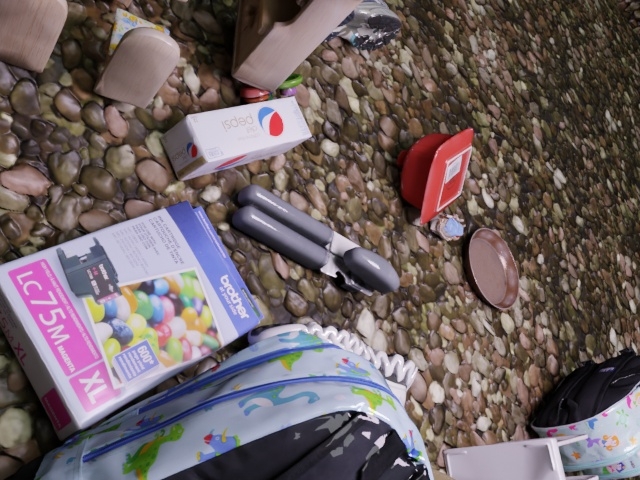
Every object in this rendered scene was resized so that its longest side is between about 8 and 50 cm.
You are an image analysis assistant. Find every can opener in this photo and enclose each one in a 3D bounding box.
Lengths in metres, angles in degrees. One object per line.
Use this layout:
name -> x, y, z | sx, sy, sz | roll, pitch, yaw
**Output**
can opener -> 0.000, 0.000, 0.995 | 0.280, 0.093, 0.074 | 28, 56, -28

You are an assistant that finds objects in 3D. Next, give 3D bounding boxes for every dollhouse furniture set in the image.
dollhouse furniture set -> -0.166, -0.376, 0.832 | 0.393, 0.256, 0.363 | 17, 61, -30

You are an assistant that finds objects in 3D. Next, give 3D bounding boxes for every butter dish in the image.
butter dish -> 0.195, -0.133, 1.226 | 0.160, 0.118, 0.160 | -32, 140, -46

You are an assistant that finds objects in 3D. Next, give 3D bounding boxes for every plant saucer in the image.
plant saucer -> 0.341, 0.059, 1.339 | 0.168, 0.029, 0.169 | 19, 60, -37

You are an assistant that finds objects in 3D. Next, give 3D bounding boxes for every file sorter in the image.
file sorter -> 0.346, 0.459, 1.056 | 0.173, 0.192, 0.278 | 10, 66, -45

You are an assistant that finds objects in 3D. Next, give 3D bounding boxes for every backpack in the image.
backpack -> -0.072, 0.245, 0.633 | 0.290, 0.355, 0.273 | 61, 10, -19
backpack -> 0.537, 0.344, 1.269 | 0.253, 0.225, 0.191 | -19, 81, -43

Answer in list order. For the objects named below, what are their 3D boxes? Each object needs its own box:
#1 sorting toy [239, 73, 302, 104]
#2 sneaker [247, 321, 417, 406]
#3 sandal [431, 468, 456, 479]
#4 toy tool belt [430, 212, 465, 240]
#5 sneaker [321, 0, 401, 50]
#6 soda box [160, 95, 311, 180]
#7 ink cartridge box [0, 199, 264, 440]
sorting toy -> -0.076, -0.229, 1.037 | 0.101, 0.061, 0.042 | -16, 119, -13
sneaker -> 0.022, 0.192, 0.923 | 0.292, 0.110, 0.119 | 27, 64, -33
sandal -> 0.092, 0.380, 0.937 | 0.239, 0.079, 0.088 | 6, 32, -25
toy tool belt -> 0.251, -0.025, 1.270 | 0.083, 0.051, 0.052 | 25, 57, -35
sneaker -> 0.016, -0.427, 1.199 | 0.282, 0.110, 0.122 | 3, 53, -46
soda box -> -0.115, -0.148, 0.951 | 0.216, 0.073, 0.069 | -23, 89, -47
ink cartridge box -> -0.199, 0.068, 0.774 | 0.311, 0.065, 0.186 | -26, 84, -49
